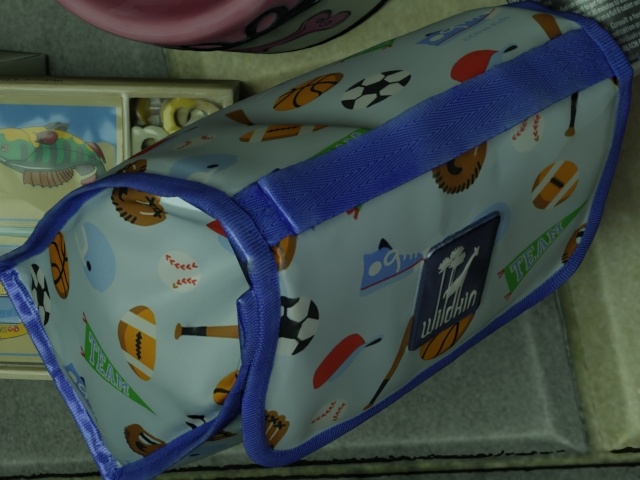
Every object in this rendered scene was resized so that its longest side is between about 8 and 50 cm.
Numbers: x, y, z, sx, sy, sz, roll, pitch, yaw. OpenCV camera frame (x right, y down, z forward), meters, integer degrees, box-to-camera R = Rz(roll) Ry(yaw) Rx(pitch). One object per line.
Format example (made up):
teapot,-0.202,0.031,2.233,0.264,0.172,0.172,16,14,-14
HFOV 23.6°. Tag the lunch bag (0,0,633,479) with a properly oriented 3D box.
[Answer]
lunch bag,0.000,0.000,1.051,0.239,0.328,0.385,60,149,4

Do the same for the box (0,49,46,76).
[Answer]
box,-0.351,-0.065,1.462,0.148,0.127,0.232,10,107,31

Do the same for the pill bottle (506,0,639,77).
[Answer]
pill bottle,0.175,-0.230,1.067,0.130,0.130,0.246,-23,89,36

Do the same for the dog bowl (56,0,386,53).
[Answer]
dog bowl,-0.104,-0.333,1.194,0.408,0.150,0.408,12,114,29

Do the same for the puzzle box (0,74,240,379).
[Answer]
puzzle box,-0.274,-0.009,1.354,0.409,0.052,0.272,1,106,3
